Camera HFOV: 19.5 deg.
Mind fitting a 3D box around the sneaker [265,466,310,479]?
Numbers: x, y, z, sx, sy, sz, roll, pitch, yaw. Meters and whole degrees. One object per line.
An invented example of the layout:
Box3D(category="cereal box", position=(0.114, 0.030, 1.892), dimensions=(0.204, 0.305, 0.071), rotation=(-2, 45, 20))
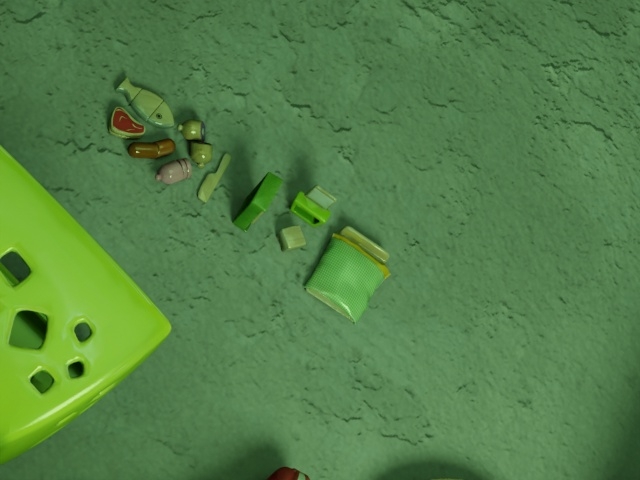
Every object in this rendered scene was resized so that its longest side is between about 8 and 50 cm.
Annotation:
Box3D(category="sneaker", position=(-0.109, 0.234, 1.525), dimensions=(0.128, 0.087, 0.221), rotation=(39, 47, 5))

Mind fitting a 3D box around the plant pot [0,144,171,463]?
Box3D(category="plant pot", position=(-0.282, 0.078, 1.434), dimensions=(0.227, 0.228, 0.207), rotation=(45, 67, -2))

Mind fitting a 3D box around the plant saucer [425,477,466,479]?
Box3D(category="plant saucer", position=(0.113, 0.307, 1.621), dimensions=(0.198, 0.036, 0.199), rotation=(8, 67, -20))

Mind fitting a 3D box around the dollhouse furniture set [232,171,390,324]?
Box3D(category="dollhouse furniture set", position=(0.000, 0.000, 1.679), dimensions=(0.151, 0.058, 0.076), rotation=(34, 61, -8))

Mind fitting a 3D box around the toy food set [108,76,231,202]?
Box3D(category="toy food set", position=(-0.140, -0.090, 1.675), dimensions=(0.122, 0.019, 0.078), rotation=(33, 60, -9))
